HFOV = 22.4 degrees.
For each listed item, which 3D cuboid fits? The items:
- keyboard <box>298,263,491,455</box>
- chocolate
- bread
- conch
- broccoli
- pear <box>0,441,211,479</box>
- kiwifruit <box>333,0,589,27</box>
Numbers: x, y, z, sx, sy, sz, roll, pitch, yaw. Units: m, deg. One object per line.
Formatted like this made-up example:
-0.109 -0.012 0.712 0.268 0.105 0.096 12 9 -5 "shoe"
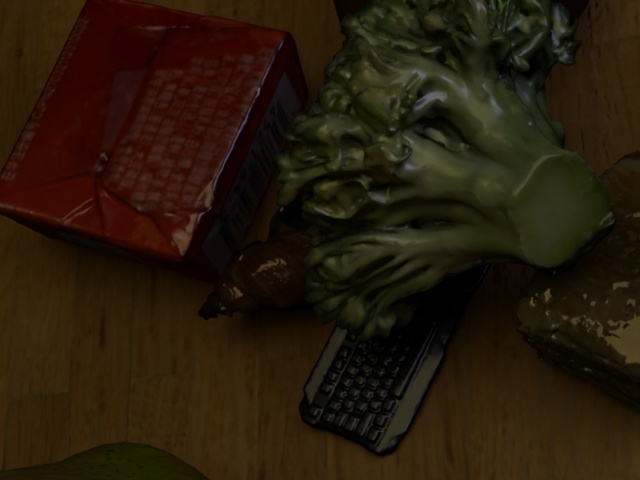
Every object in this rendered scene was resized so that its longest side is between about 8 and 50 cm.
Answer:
0.075 0.050 1.362 0.106 0.016 0.262 20 74 31 "keyboard"
-0.150 -0.092 1.482 0.235 0.108 0.237 14 72 28 "chocolate"
0.255 0.026 1.246 0.138 0.102 0.196 30 78 30 "bread"
-0.003 0.001 1.389 0.233 0.080 0.086 -42 71 -14 "conch"
0.099 -0.055 1.232 0.248 0.288 0.245 -20 26 -24 "broccoli"
-0.170 0.322 1.137 0.391 0.391 0.391 -10 61 19 "pear"
0.125 -0.235 1.380 0.234 0.196 0.196 -16 59 7 "kiwifruit"
